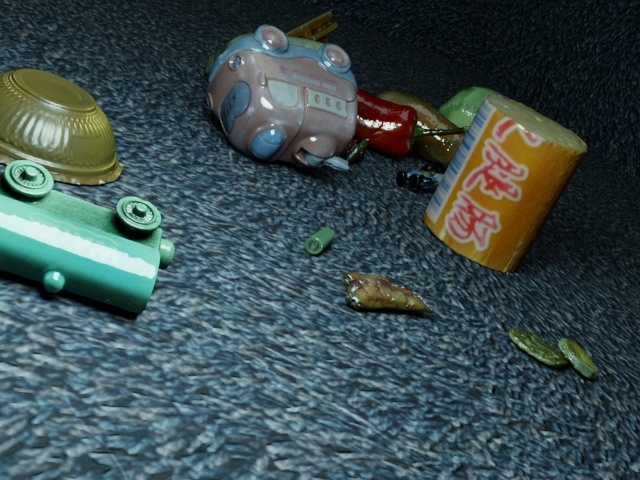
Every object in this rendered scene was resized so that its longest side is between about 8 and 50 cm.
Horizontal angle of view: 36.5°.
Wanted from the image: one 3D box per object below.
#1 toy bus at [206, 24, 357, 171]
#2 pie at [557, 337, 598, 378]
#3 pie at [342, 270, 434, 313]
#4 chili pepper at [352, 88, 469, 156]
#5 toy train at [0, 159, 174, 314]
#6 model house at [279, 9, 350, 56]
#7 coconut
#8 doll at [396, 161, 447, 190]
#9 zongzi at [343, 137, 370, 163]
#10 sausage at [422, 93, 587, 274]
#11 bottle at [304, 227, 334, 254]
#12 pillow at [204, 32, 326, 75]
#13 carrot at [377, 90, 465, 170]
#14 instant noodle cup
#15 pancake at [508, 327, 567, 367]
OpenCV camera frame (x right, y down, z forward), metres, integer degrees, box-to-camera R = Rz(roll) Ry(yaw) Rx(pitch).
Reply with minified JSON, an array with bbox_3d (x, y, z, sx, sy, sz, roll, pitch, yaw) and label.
[{"bbox_3d":[-0.065,-0.248,1.843,0.294,0.197,0.231,11,54,-29],"label":"toy bus"},{"bbox_3d":[0.425,0.195,1.600,0.084,0.020,0.084,37,20,-16],"label":"pie"},{"bbox_3d":[0.091,0.079,1.470,0.170,0.034,0.092,6,32,-43],"label":"pie"},{"bbox_3d":[0.163,-0.261,2.271,0.338,0.131,0.134,23,-5,1],"label":"chili pepper"},{"bbox_3d":[-0.291,0.002,1.113,0.248,0.101,0.159,20,36,-16],"label":"toy train"},{"bbox_3d":[-0.023,-0.428,2.381,0.199,0.220,0.229,-125,-169,-68],"label":"model house"},{"bbox_3d":[0.436,-0.323,2.671,0.204,0.236,0.236,62,21,-4],"label":"coconut"},{"bbox_3d":[0.246,-0.142,2.170,0.096,0.070,0.195,20,17,35],"label":"doll"},{"bbox_3d":[0.082,-0.200,2.103,0.067,0.073,0.083,41,18,-13],"label":"zongzi"},{"bbox_3d":[0.363,-0.116,1.925,0.233,0.287,0.233,24,19,-9],"label":"sausage"},{"bbox_3d":[0.000,0.000,1.558,0.030,0.030,0.083,30,19,8],"label":"bottle"},{"bbox_3d":[-0.105,-0.377,2.102,0.255,0.119,0.322,6,1,-18],"label":"pillow"},{"bbox_3d":[0.265,-0.271,2.427,0.302,0.138,0.139,31,20,7],"label":"carrot"},{"bbox_3d":[-0.406,-0.185,1.423,0.274,0.090,0.274,23,21,-9],"label":"instant noodle cup"},{"bbox_3d":[0.357,0.175,1.587,0.108,0.017,0.108,23,19,-9],"label":"pancake"}]
